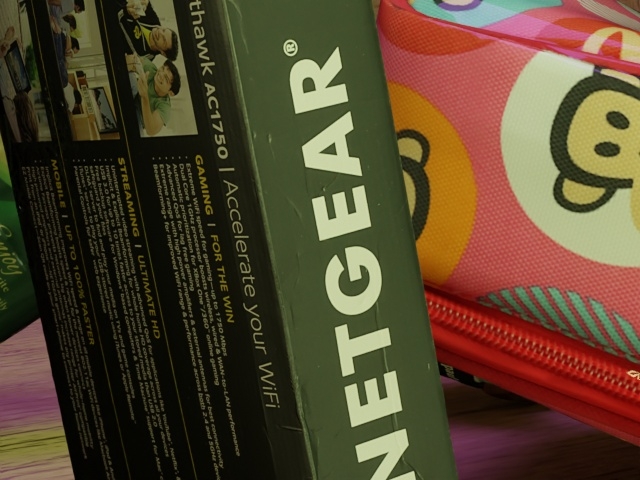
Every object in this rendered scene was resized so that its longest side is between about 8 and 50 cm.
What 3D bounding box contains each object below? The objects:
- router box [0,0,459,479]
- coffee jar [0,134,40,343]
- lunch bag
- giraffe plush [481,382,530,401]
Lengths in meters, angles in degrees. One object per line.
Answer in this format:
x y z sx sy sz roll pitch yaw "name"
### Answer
-0.030 0.005 0.512 0.046 0.179 0.133 -16 11 -33 "router box"
-0.157 0.011 0.805 0.184 0.079 0.096 -34 14 -6 "coffee jar"
0.151 0.001 0.606 0.258 0.120 0.293 20 10 16 "lunch bag"
0.000 0.000 0.867 0.170 0.210 0.181 -27 -29 6 "giraffe plush"
